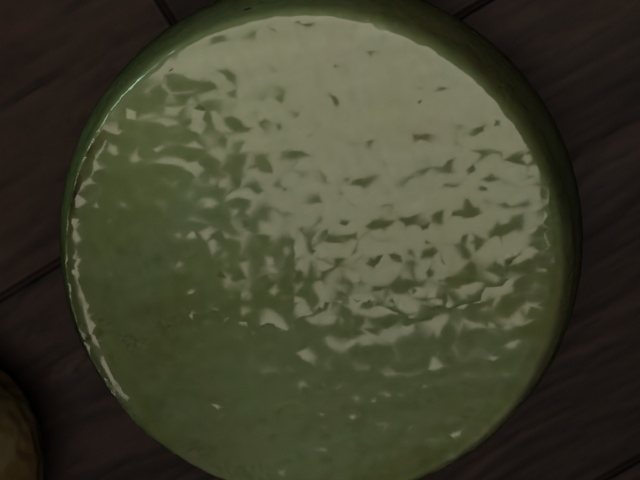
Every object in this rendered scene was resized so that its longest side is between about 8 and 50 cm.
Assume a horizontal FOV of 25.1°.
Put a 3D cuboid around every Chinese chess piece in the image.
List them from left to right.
[{"bbox_3d":[0.000,0.000,0.694,0.250,0.101,0.250,1,103,3],"label":"Chinese chess piece"}]

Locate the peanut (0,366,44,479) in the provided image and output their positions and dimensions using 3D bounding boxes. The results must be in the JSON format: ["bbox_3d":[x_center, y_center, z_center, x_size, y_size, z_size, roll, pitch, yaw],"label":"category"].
[{"bbox_3d":[-0.191,0.144,0.740,0.104,0.085,0.227,1,98,13],"label":"peanut"}]
